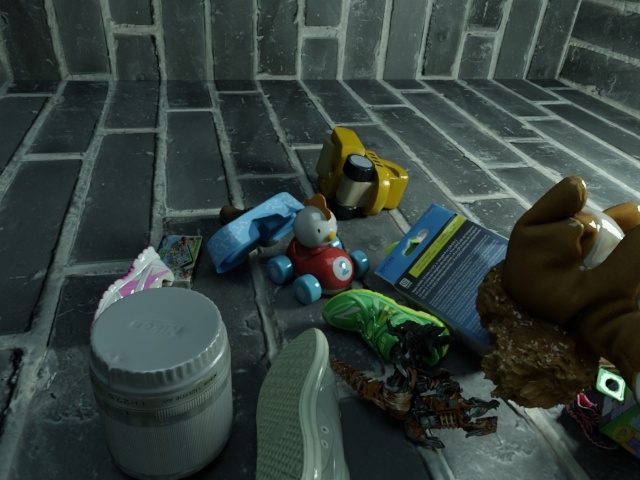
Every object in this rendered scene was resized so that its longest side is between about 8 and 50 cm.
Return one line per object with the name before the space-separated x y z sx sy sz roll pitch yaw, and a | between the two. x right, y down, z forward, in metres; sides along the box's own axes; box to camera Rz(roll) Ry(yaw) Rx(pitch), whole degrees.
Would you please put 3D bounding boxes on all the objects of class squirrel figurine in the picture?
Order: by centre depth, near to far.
squirrel figurine | 0.472 0.146 0.890 0.281 0.397 0.370 17 38 -43

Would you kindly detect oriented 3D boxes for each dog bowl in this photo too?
dog bowl | -0.170 -0.028 1.355 0.297 0.166 0.074 -34 80 -23

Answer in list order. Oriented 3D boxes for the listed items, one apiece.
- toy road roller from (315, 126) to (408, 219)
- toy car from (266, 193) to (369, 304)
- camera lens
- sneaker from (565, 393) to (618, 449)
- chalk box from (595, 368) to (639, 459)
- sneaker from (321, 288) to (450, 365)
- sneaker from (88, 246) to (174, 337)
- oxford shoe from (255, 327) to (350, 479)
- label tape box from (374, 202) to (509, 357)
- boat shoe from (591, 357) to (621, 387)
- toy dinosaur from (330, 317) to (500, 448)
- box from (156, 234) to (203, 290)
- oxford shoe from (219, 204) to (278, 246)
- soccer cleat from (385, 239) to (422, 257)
toy road roller | 0.140 -0.215 1.711 0.240 0.203 0.330 5 36 -22
toy car | 0.000 0.000 1.311 0.219 0.238 0.210 -24 43 -36
camera lens | -0.261 0.245 0.864 0.219 0.274 0.219 3 32 -2
sneaker | 0.536 0.350 1.001 0.047 0.057 0.119 -8 36 -22
chalk box | 0.615 0.315 0.941 0.213 0.132 0.132 37 42 12
sneaker | 0.140 0.195 1.144 0.295 0.109 0.123 14 30 14
sneaker | -0.426 0.132 1.176 0.111 0.103 0.252 37 55 -7
oxford shoe | -0.025 0.326 0.921 0.130 0.169 0.449 41 17 -19
label tape box | 0.342 0.092 1.227 0.249 0.115 0.347 -48 50 -11
boat shoe | 0.706 0.304 1.052 0.324 0.123 0.120 12 38 27
toy dinosaur | 0.176 0.272 0.986 0.321 0.164 0.218 14 77 3
box | -0.384 0.057 1.362 0.114 0.036 0.207 2 33 -4
oxford shoe | -0.214 -0.070 1.528 0.227 0.096 0.083 23 39 29
soccer cleat | 0.315 0.043 1.379 0.289 0.094 0.121 -1 2 -3
